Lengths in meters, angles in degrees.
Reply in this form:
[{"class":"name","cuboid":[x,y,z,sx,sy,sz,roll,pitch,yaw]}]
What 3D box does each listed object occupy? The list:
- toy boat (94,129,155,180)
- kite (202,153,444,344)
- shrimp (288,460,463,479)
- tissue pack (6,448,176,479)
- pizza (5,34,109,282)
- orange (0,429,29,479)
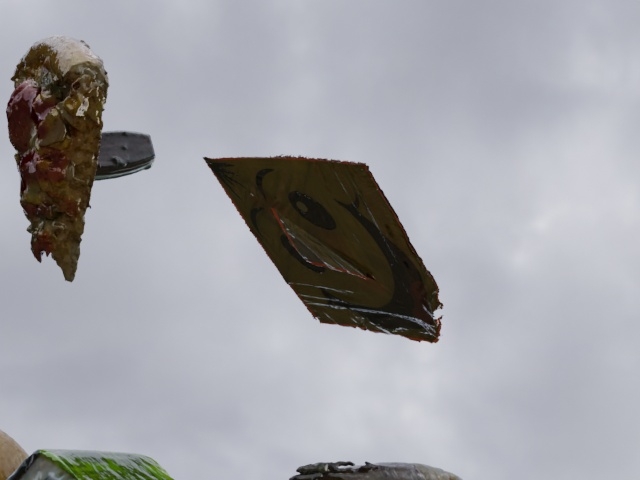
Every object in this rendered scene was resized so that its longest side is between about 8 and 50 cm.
[{"class":"toy boat","cuboid":[-0.268,-0.099,2.144,0.140,0.059,0.066,-9,-13,-27]},{"class":"kite","cuboid":[0.001,-0.002,1.939,0.327,0.013,0.377,35,-26,14]},{"class":"shrimp","cuboid":[0.012,0.303,1.741,0.365,0.071,0.233,11,-55,-50]},{"class":"tissue pack","cuboid":[-0.197,0.234,1.315,0.073,0.173,0.235,40,1,16]},{"class":"pizza","cuboid":[-0.219,-0.064,1.427,0.062,0.198,0.188,-2,2,-21]},{"class":"orange","cuboid":[-0.450,0.321,2.036,0.274,0.274,0.274,10,-34,7]}]
